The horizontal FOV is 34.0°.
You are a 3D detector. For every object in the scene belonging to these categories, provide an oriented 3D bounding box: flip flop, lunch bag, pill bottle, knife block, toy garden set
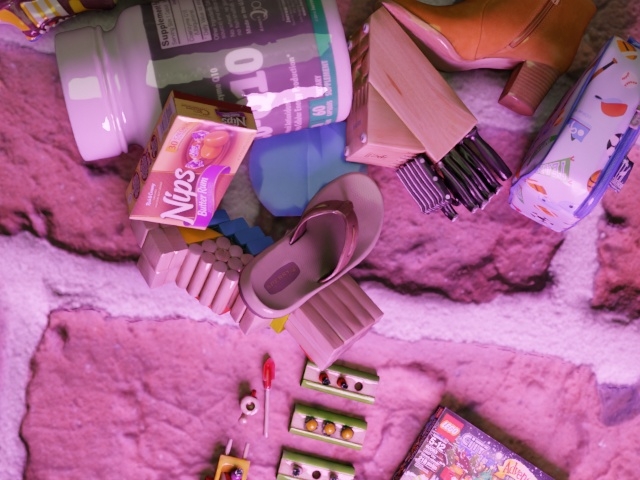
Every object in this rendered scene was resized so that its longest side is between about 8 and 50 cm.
[{"bbox_3d":[0.000,0.000,1.392,0.112,0.080,0.277,48,54,3],"label":"flip flop"},{"bbox_3d":[0.358,-0.141,1.404,0.115,0.303,0.243,31,85,4],"label":"lunch bag"},{"bbox_3d":[-0.154,-0.224,1.392,0.361,0.204,0.204,-13,90,-6],"label":"pill bottle"},{"bbox_3d":[0.160,-0.171,1.482,0.242,0.088,0.275,6,77,-20],"label":"knife block"},{"bbox_3d":[-0.042,0.285,1.466,0.204,0.049,0.244,15,86,-6],"label":"toy garden set"}]

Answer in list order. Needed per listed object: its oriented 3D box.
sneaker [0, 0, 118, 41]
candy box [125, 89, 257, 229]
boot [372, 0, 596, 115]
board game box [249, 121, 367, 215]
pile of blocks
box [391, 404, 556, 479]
[{"bbox_3d":[-0.373,-0.314,1.442,0.186,0.069,0.084,3,96,-1],"label":"sneaker"},{"bbox_3d":[-0.167,-0.098,1.330,0.109,0.186,0.053,9,43,-28],"label":"candy box"},{"bbox_3d":[0.240,-0.335,1.506,0.295,0.104,0.211,30,79,-10],"label":"boot"},{"bbox_3d":[-0.019,-0.100,1.490,0.169,0.033,0.133,-2,87,-8],"label":"board game box"},{"bbox_3d":[-0.097,0.058,1.450,0.362,0.112,0.149,29,48,-1],"label":"pile of blocks"},{"bbox_3d":[0.226,0.365,1.500,0.233,0.044,0.159,34,85,-5],"label":"box"}]
